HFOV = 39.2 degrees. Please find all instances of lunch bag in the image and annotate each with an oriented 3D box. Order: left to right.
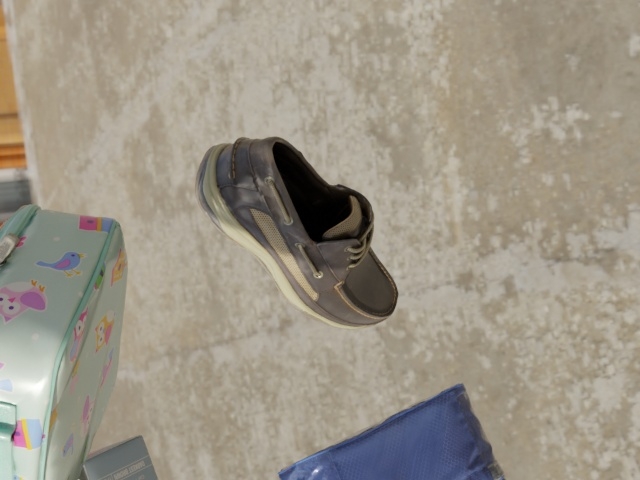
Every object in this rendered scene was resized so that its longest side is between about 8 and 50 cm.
[{"bbox_3d":[-0.247,0.119,0.761,0.224,0.107,0.279,-78,2,-54],"label":"lunch bag"},{"bbox_3d":[0.031,0.113,0.392,0.065,0.098,0.067,64,161,11],"label":"lunch bag"}]

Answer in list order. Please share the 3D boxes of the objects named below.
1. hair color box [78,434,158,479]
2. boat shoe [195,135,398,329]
[{"bbox_3d":[-0.254,0.452,1.103,0.185,0.113,0.375,-24,85,29],"label":"hair color box"},{"bbox_3d":[0.000,0.000,1.125,0.130,0.355,0.132,-17,48,37],"label":"boat shoe"}]
